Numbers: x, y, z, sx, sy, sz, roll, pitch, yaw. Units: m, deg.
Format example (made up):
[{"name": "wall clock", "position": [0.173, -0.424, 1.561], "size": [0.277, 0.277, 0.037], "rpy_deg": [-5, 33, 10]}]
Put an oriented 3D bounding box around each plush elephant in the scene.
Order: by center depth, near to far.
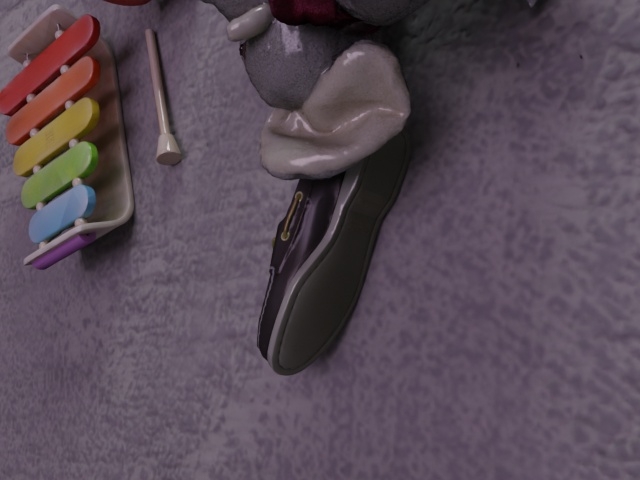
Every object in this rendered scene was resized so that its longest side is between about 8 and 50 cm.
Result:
[{"name": "plush elephant", "position": [-0.006, -0.208, 0.469], "size": [0.255, 0.329, 0.272], "rpy_deg": [-43, 33, 32]}]

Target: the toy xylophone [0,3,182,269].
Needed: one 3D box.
[{"name": "toy xylophone", "position": [-0.285, -0.137, 0.776], "size": [0.236, 0.081, 0.323], "rpy_deg": [-33, 64, 27]}]

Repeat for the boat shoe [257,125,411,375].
[{"name": "boat shoe", "position": [0.000, 0.000, 0.547], "size": [0.068, 0.081, 0.228], "rpy_deg": [24, 89, 39]}]

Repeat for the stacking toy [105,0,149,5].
[{"name": "stacking toy", "position": [-0.251, -0.434, 0.686], "size": [0.130, 0.279, 0.309], "rpy_deg": [-22, 73, 33]}]
